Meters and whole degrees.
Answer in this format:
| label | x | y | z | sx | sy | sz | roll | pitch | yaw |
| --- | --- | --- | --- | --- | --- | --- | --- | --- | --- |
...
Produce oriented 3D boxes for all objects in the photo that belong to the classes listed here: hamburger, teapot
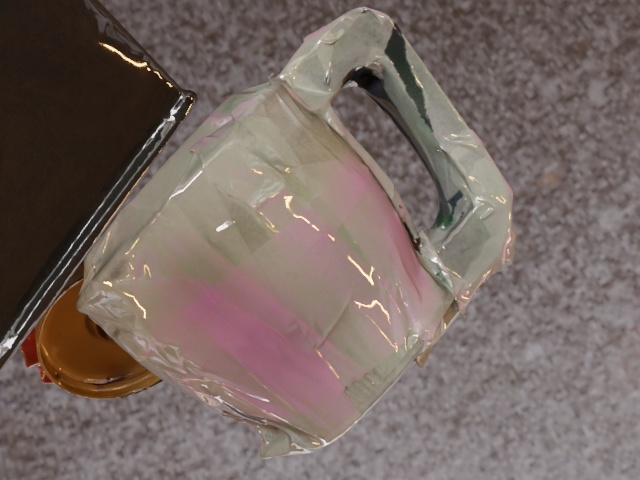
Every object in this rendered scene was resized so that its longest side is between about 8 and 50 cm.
| label | x | y | z | sx | sy | sz | roll | pitch | yaw |
| --- | --- | --- | --- | --- | --- | --- | --- | --- | --- |
| hamburger | -0.195 | 0.049 | 1.219 | 0.175 | 0.137 | 0.175 | -11 | 121 | -18 |
| teapot | -0.008 | 0.007 | 0.750 | 0.178 | 0.221 | 0.163 | 43 | 140 | -6 |

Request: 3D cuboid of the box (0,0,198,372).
| label | x | y | z | sx | sy | sz | roll | pitch | yaw |
| --- | --- | --- | --- | --- | --- | --- | --- | --- | --- |
| box | -0.305 | -0.048 | 0.930 | 0.345 | 0.251 | 0.204 | -57 | 140 | -15 |
